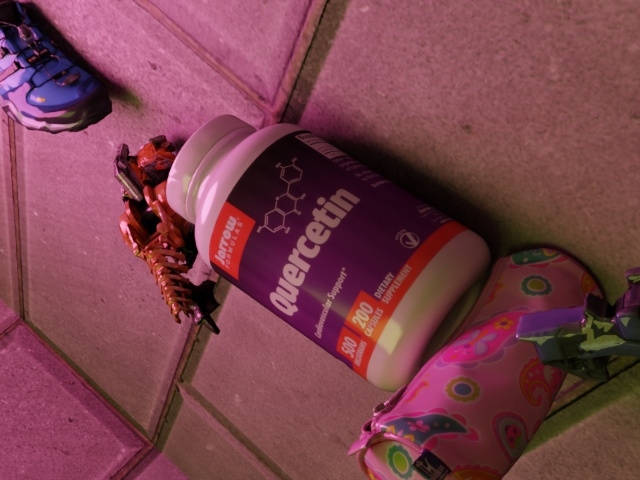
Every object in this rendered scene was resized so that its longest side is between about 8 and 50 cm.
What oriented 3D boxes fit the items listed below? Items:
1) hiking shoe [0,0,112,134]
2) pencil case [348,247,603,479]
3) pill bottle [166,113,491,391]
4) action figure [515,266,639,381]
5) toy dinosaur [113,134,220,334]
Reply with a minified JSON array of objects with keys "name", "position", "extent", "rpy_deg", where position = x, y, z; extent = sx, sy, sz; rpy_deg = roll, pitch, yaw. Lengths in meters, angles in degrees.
[{"name":"hiking shoe","position":[-0.402,-0.244,1.181],"extent":[0.304,0.113,0.132],"rpy_deg":[30,146,25]},{"name":"pencil case","position":[0.146,0.125,0.790],"extent":[0.124,0.284,0.124],"rpy_deg":[28,141,25]},{"name":"pill bottle","position":[0.000,0.000,0.919],"extent":[0.323,0.181,0.181],"rpy_deg":[33,146,20]},{"name":"action figure","position":[0.312,0.035,0.579],"extent":[0.341,0.178,0.330],"rpy_deg":[-6,126,23]},{"name":"toy dinosaur","position":[-0.175,-0.004,1.065],"extent":[0.164,0.322,0.218],"rpy_deg":[-24,126,30]}]
